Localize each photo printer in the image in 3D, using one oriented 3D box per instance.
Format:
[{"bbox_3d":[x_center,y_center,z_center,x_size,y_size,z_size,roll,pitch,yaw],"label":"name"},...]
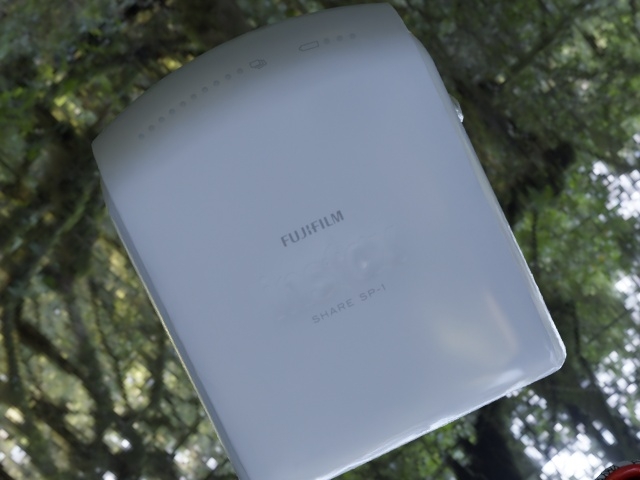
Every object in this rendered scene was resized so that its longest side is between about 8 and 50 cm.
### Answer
[{"bbox_3d":[0.000,0.000,0.798,0.256,0.307,0.107,-25,-175,0],"label":"photo printer"}]

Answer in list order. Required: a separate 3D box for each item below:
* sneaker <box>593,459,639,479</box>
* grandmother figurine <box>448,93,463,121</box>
[{"bbox_3d":[0.183,0.276,0.858,0.270,0.090,0.145,-36,157,-35],"label":"sneaker"},{"bbox_3d":[0.037,0.024,0.980,0.208,0.104,0.342,-104,-148,-70],"label":"grandmother figurine"}]
